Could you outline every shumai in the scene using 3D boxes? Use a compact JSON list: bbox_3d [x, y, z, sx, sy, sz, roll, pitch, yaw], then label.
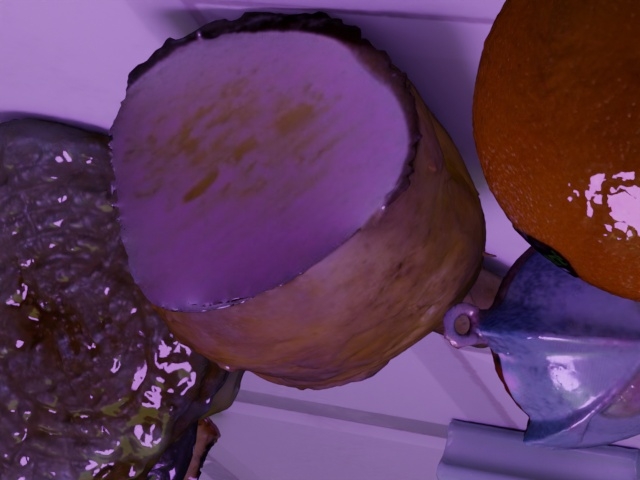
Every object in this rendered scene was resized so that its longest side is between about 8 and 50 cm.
[{"bbox_3d":[-0.174,0.045,1.504,0.309,0.304,0.263,-8,-176,23],"label":"shumai"}]

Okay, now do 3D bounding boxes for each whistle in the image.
[{"bbox_3d":[0.240,0.061,1.188,0.346,0.142,0.134,3,160,-18],"label":"whistle"}]

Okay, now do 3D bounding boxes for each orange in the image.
[{"bbox_3d":[0.170,-0.063,0.873,0.206,0.206,0.206,15,160,6],"label":"orange"}]

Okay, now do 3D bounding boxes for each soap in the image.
[{"bbox_3d":[0.226,0.237,1.803,0.198,0.066,0.119,7,156,28],"label":"soap"}]

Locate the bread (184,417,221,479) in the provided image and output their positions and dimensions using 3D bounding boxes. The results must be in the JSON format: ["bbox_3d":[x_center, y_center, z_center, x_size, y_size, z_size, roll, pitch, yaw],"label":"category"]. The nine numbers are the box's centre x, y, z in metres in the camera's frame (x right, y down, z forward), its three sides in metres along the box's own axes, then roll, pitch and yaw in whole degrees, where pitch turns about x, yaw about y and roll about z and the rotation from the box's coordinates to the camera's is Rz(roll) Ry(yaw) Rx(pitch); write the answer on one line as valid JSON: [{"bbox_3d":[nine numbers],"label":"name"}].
[{"bbox_3d":[-0.253,0.213,2.051,0.260,0.129,0.134,21,167,-8],"label":"bread"}]

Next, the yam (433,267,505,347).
[{"bbox_3d":[0.014,-0.002,1.340,0.317,0.067,0.071,27,130,-24],"label":"yam"}]

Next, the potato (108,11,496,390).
[{"bbox_3d":[0.000,0.000,1.163,0.229,0.229,0.266,6,157,29],"label":"potato"}]

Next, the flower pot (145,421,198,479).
[{"bbox_3d":[-0.278,0.167,1.782,0.267,0.267,0.266,21,162,-38],"label":"flower pot"}]
